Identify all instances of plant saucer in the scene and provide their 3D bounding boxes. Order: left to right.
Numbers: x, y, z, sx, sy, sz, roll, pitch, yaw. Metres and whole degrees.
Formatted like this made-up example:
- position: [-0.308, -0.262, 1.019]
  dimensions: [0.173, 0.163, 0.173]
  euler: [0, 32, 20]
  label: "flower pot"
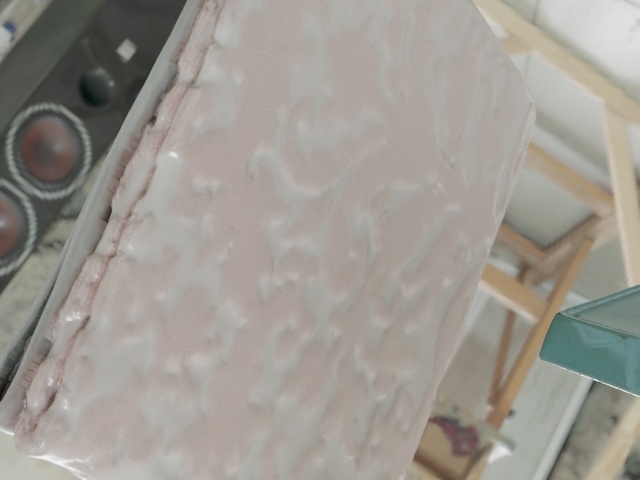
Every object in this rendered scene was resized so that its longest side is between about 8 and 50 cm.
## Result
- position: [0.168, 0.009, 0.403]
  dimensions: [0.067, 0.192, 0.018]
  euler: [-165, 59, -71]
  label: "plant saucer"

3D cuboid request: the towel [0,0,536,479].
- position: [0.000, 0.000, 0.659]
  dimensions: [0.053, 0.332, 0.317]
  euler: [14, 164, 35]
  label: "towel"
